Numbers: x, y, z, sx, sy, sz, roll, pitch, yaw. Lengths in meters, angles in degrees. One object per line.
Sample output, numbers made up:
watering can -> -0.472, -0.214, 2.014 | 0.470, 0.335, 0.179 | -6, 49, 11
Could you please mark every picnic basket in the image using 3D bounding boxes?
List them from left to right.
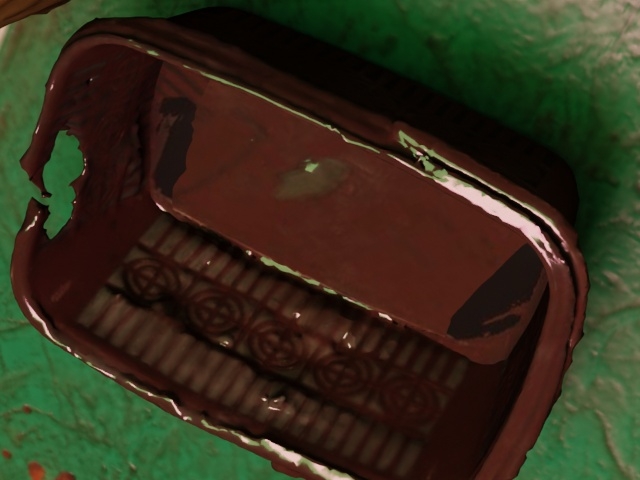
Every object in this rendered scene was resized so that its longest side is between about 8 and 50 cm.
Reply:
picnic basket -> 0.000, 0.000, 0.975 | 0.297, 0.129, 0.222 | 25, 122, 10

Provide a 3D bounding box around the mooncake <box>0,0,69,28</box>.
mooncake -> -0.222, -0.292, 0.869 | 0.394, 0.246, 0.393 | 22, 116, 10
